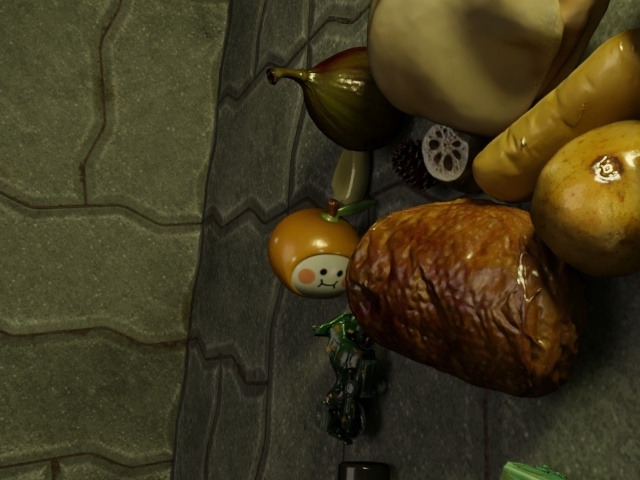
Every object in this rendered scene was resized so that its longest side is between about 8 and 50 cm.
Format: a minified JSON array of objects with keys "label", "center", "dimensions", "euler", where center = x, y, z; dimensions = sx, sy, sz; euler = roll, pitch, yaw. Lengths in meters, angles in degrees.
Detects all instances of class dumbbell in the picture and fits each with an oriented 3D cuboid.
[{"label":"dumbbell","center":[0.079,0.513,1.283],"dimensions":[0.100,0.100,0.191],"euler":[155,120,-63]}]

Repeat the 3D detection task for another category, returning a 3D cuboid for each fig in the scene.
[{"label":"fig","center":[0.030,-0.305,1.382],"dimensions":[0.217,0.321,0.216],"euler":[-13,72,45]}]

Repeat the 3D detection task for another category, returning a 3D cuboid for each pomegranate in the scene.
[{"label":"pomegranate","center":[0.340,-0.041,0.792],"dimensions":[0.196,0.196,0.196],"euler":[-172,90,-67]}]

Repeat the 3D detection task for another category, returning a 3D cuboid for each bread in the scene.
[{"label":"bread","center":[0.328,-0.144,0.882],"dimensions":[0.305,0.142,0.091],"euler":[-47,60,53]}]

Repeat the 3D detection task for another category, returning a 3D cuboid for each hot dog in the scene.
[{"label":"hot dog","center":[0.210,0.078,0.993],"dimensions":[0.388,0.174,0.266],"euler":[12,107,51]}]

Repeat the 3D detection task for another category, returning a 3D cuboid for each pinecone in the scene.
[{"label":"pinecone","center":[0.181,-0.136,1.245],"dimensions":[0.102,0.110,0.102],"euler":[-172,90,-69]}]

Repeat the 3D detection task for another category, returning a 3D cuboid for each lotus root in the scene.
[{"label":"lotus root","center":[0.228,-0.141,1.143],"dimensions":[0.122,0.081,0.112],"euler":[52,126,30]}]

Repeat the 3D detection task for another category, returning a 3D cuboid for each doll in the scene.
[{"label":"doll","center":[0.000,0.000,1.489],"dimensions":[0.236,0.214,0.213],"euler":[-69,27,22]}]

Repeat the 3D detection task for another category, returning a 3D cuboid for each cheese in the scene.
[{"label":"cheese","center":[0.082,-0.203,1.572],"dimensions":[0.127,0.050,0.255],"euler":[-155,76,-67]}]

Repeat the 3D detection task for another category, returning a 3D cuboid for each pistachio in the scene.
[{"label":"pistachio","center":[0.222,-0.336,1.004],"dimensions":[0.365,0.282,0.445],"euler":[65,160,0]}]

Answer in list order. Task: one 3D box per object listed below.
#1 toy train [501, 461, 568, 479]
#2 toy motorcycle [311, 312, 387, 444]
[{"label":"toy train","center":[0.301,0.318,0.875],"dimensions":[0.148,0.071,0.038],"euler":[177,101,-66]},{"label":"toy motorcycle","center":[0.050,0.267,1.409],"dimensions":[0.187,0.125,0.274],"euler":[10,92,57]}]
